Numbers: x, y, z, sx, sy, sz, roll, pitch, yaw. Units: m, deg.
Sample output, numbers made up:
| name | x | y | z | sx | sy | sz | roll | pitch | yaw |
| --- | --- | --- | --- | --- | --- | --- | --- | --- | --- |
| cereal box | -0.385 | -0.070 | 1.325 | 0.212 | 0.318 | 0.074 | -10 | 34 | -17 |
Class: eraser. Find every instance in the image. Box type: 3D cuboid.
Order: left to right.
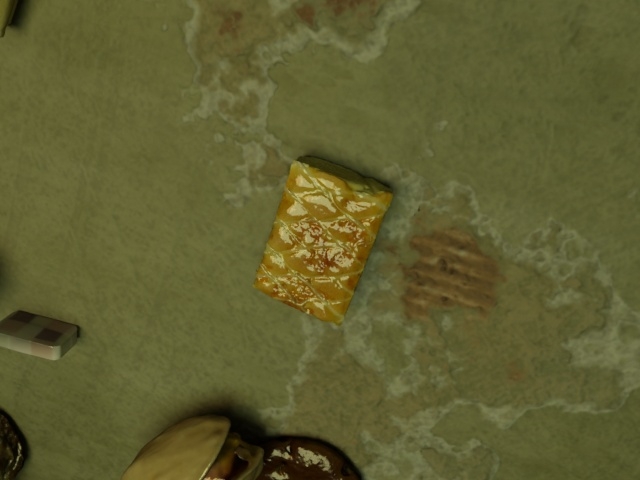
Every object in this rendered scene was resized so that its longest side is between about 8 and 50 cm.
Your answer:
| name | x | y | z | sx | sy | sz | roll | pitch | yaw |
| --- | --- | --- | --- | --- | --- | --- | --- | --- | --- |
| eraser | -0.414 | 0.137 | 0.911 | 0.105 | 0.065 | 0.026 | 14 | 115 | 6 |

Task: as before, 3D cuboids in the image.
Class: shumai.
| name | x | y | z | sx | sy | sz | roll | pitch | yaw |
| --- | --- | --- | --- | --- | --- | --- | --- | --- | --- |
| shumai | -0.556 | 0.341 | 1.015 | 0.123 | 0.105 | 0.139 | -3 | 87 | 16 |

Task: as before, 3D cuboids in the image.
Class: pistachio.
| name | x | y | z | sx | sy | sz | roll | pitch | yaw |
| --- | --- | --- | --- | --- | --- | --- | --- | --- | --- |
| pistachio | -0.188 | 0.342 | 0.906 | 0.229 | 0.157 | 0.157 | -38 | 101 | 18 |

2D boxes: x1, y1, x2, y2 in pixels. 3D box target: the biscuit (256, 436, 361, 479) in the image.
| name | x | y | z | sx | sy | sz | roll | pitch | yaw |
| --- | --- | --- | --- | --- | --- | --- | --- | --- | --- |
| biscuit | -0.034 | 0.391 | 0.959 | 0.212 | 0.036 | 0.212 | 4 | 113 | 11 |

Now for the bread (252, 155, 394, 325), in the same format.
| name | x | y | z | sx | sy | sz | roll | pitch | yaw |
| --- | --- | --- | --- | --- | --- | --- | --- | --- | --- |
| bread | 0.000 | -0.001 | 0.770 | 0.126 | 0.068 | 0.188 | 21 | 115 | 2 |

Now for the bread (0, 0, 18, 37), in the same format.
| name | x | y | z | sx | sy | sz | roll | pitch | yaw |
| --- | --- | --- | --- | --- | --- | --- | --- | --- | --- |
| bread | -0.389 | -0.344 | 0.706 | 0.140 | 0.060 | 0.178 | 33 | 114 | -5 |
